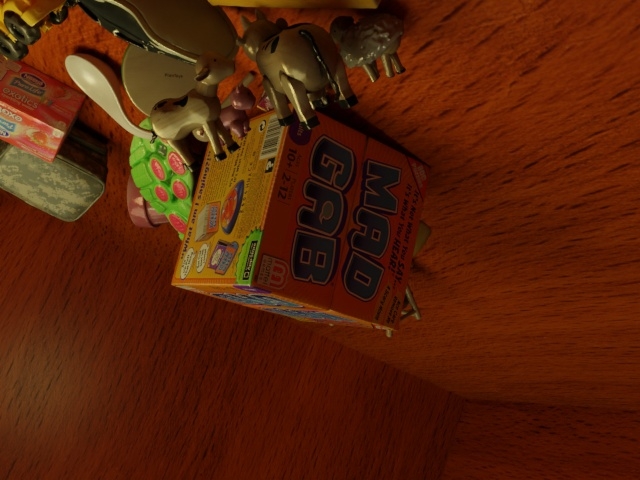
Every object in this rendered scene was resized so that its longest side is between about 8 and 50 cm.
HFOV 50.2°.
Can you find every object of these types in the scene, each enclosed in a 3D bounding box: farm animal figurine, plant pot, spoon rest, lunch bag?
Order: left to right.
[{"bbox_3d":[-0.769,-0.246,1.951,0.305,0.256,0.212,31,121,-34],"label":"lunch bag"},{"bbox_3d":[-0.461,-0.321,1.552,0.276,0.084,0.137,35,154,-15],"label":"spoon rest"},{"bbox_3d":[-0.449,-0.133,2.026,0.180,0.201,0.201,3,160,8],"label":"plant pot"},{"bbox_3d":[-0.082,-0.254,1.027,0.327,0.330,0.172,3,126,52],"label":"farm animal figurine"},{"bbox_3d":[0.208,0.001,1.769,0.134,0.095,0.134,19,163,6],"label":"plant pot"}]

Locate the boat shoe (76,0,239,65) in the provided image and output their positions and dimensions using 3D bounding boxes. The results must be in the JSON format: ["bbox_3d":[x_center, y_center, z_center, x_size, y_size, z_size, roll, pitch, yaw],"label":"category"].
[{"bbox_3d":[-0.292,-0.379,1.149,0.340,0.127,0.113,25,163,-3],"label":"boat shoe"}]

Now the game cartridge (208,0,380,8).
[{"bbox_3d":[-0.102,-0.427,0.917,0.324,0.052,0.285,14,162,31],"label":"game cartridge"}]

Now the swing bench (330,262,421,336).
[{"bbox_3d":[0.147,0.133,2.079,0.253,0.254,0.165,6,-158,45],"label":"swing bench"}]

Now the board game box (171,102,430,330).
[{"bbox_3d":[-0.045,-0.030,1.445,0.356,0.356,0.356,20,167,-33],"label":"board game box"}]

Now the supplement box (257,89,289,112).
[{"bbox_3d":[-0.084,-0.283,1.316,0.043,0.055,0.083,27,162,-16],"label":"supplement box"}]

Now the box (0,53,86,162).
[{"bbox_3d":[-0.774,-0.351,1.719,0.300,0.154,0.142,26,140,-19],"label":"box"}]

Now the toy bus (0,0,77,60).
[{"bbox_3d":[-0.570,-0.463,1.242,0.211,0.149,0.220,48,151,-24],"label":"toy bus"}]

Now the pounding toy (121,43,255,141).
[{"bbox_3d":[-0.274,-0.316,1.313,0.237,0.183,0.110,30,-173,-36],"label":"pounding toy"}]

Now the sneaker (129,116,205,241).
[{"bbox_3d":[-0.347,-0.153,1.823,0.185,0.202,0.482,-1,138,20],"label":"sneaker"}]
